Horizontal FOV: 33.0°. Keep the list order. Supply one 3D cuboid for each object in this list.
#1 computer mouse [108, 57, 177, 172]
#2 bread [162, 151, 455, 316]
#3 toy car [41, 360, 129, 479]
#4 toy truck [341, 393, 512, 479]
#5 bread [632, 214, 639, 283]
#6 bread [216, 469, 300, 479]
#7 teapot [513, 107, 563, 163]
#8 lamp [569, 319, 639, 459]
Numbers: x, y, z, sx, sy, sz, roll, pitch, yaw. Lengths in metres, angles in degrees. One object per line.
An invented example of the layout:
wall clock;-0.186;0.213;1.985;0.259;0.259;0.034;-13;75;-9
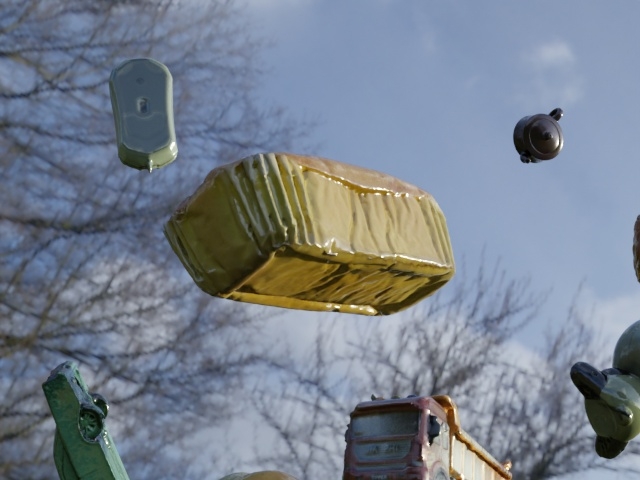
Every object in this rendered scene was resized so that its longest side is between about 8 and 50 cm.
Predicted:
computer mouse;-0.244;-0.167;1.505;0.089;0.182;0.056;-8;-23;-7
bread;0.000;0.000;1.034;0.288;0.119;0.152;9;-36;-45
toy car;-0.329;0.336;1.587;0.141;0.097;0.321;-171;-121;-82
toy truck;0.122;0.255;1.183;0.114;0.135;0.270;-10;-31;25
bread;0.489;0.005;1.357;0.190;0.132;0.114;-4;-24;17
bread;-0.075;0.519;1.758;0.210;0.341;0.300;-33;-62;8
teapot;0.304;-0.144;1.482;0.068;0.100;0.045;40;-15;-16
lamp;0.502;0.216;1.613;0.198;0.243;0.198;49;-29;40
